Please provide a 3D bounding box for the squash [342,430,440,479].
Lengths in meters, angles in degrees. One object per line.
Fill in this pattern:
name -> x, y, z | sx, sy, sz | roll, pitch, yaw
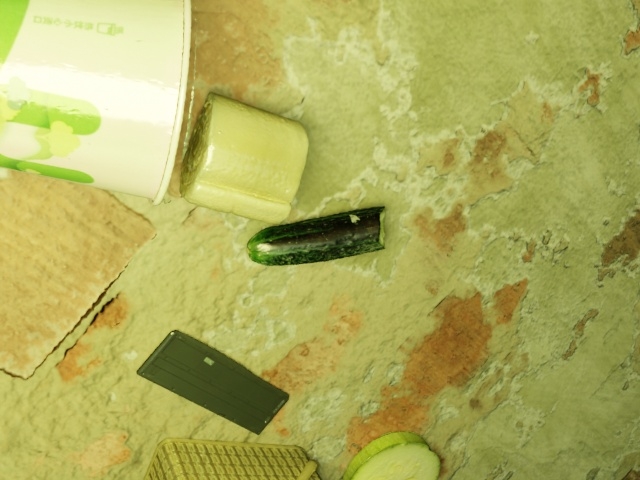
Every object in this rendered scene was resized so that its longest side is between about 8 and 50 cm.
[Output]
squash -> 0.141, 0.490, 1.359 | 0.219, 0.041, 0.219 | -9, 118, -18

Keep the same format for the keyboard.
keyboard -> -0.201, 0.215, 1.050 | 0.103, 0.041, 0.381 | -49, 132, 1

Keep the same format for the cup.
cup -> -0.288, -0.177, 0.699 | 0.274, 0.253, 0.253 | 6, 110, -22

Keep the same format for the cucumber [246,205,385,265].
cucumber -> 0.000, -0.001, 1.024 | 0.241, 0.074, 0.074 | -11, 118, -21

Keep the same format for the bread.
bread -> -0.105, -0.107, 0.880 | 0.141, 0.134, 0.148 | 14, 94, -27

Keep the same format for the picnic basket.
picnic basket -> -0.143, 0.484, 1.119 | 0.313, 0.175, 0.228 | 15, 105, -33
